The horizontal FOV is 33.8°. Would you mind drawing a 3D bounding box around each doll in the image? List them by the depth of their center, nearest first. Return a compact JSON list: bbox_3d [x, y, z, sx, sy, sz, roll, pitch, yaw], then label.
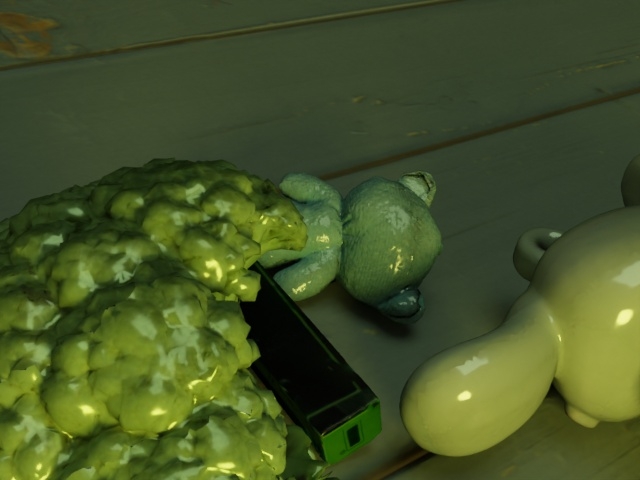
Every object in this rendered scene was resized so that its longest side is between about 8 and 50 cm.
[{"bbox_3d":[0.285,0.081,0.689,0.365,0.187,0.376,24,57,30],"label":"doll"},{"bbox_3d":[0.002,0.002,0.787,0.179,0.075,0.120,2,70,16],"label":"doll"}]

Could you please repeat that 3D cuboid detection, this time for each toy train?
[{"bbox_3d":[-0.036,0.060,0.696,0.044,0.042,0.209,-28,48,-18],"label":"toy train"}]

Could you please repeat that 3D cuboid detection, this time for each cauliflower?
[{"bbox_3d":[-0.088,0.103,0.500,0.250,0.272,0.275,40,47,-39],"label":"cauliflower"}]
